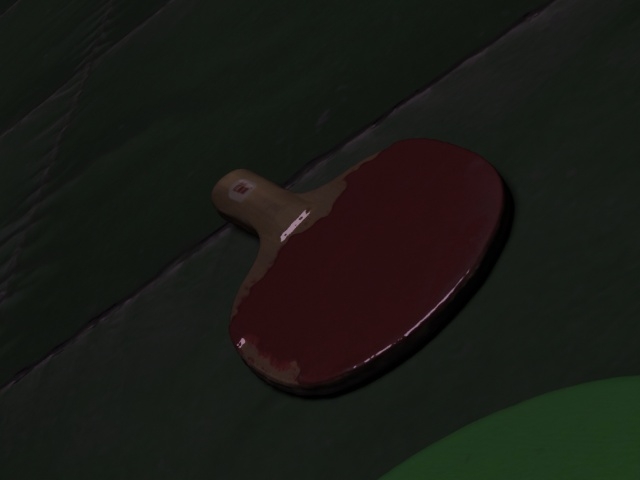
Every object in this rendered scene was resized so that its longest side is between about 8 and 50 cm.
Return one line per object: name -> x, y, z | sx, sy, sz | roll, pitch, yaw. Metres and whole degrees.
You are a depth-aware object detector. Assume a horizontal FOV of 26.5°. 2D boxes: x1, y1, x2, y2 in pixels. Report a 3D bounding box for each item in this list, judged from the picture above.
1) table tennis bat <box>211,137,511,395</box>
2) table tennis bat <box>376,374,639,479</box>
table tennis bat -> 0.000, 0.000, 0.611 | 0.131, 0.022, 0.234 | -47, 26, -8
table tennis bat -> 0.072, 0.081, 0.320 | 0.160, 0.039, 0.257 | -40, 14, -30
